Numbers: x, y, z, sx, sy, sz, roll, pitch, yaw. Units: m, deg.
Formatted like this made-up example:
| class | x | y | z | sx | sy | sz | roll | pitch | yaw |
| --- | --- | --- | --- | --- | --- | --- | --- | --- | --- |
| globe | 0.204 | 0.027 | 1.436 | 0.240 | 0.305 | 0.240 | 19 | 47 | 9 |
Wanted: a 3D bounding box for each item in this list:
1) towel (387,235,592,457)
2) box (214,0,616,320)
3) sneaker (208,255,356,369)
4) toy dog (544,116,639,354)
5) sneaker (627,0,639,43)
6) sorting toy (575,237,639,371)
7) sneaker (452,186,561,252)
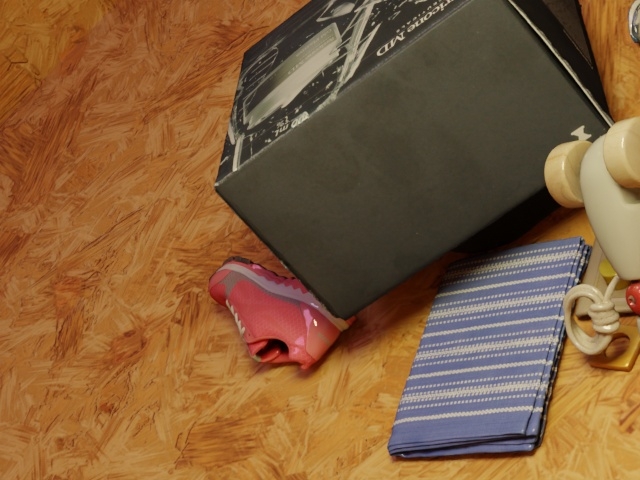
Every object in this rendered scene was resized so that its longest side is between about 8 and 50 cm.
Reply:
| class | x | y | z | sx | sy | sz | roll | pitch | yaw |
| --- | --- | --- | --- | --- | --- | --- | --- | --- | --- |
| towel | 0.230 | 0.147 | 2.041 | 0.243 | 0.040 | 0.336 | -12 | 43 | 39 |
| box | 0.132 | -0.215 | 2.176 | 0.480 | 0.297 | 0.472 | -35 | 24 | 20 |
| sneaker | -0.090 | 0.117 | 2.314 | 0.314 | 0.116 | 0.136 | 12 | 63 | 50 |
| toy dog | 0.405 | -0.009 | 1.823 | 0.161 | 0.333 | 0.220 | -26 | 27 | -29 |
| sneaker | 0.510 | -0.352 | 2.269 | 0.058 | 0.052 | 0.135 | 11 | 62 | 45 |
| sorting toy | 0.427 | 0.013 | 1.966 | 0.196 | 0.047 | 0.347 | -10 | 47 | 39 |
| sneaker | 0.286 | -0.089 | 2.185 | 0.270 | 0.090 | 0.145 | -29 | 31 | 21 |
